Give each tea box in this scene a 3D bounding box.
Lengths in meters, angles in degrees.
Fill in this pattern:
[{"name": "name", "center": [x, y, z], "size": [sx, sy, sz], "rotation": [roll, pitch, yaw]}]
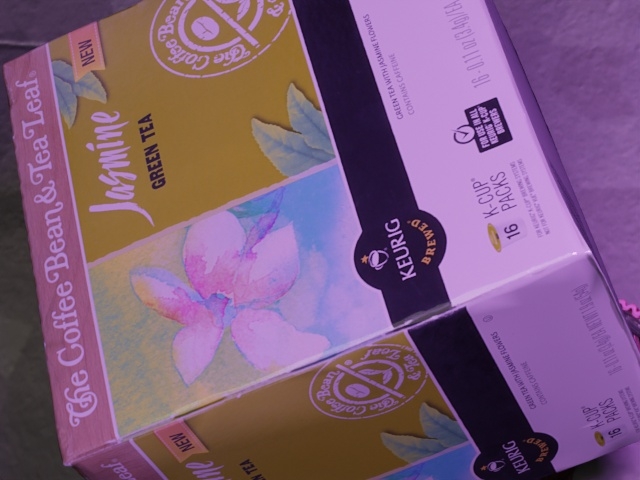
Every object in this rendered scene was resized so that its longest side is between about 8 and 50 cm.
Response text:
[{"name": "tea box", "center": [0.000, 0.000, 1.157], "size": [0.323, 0.220, 0.329], "rotation": [-24, 51, 8]}]

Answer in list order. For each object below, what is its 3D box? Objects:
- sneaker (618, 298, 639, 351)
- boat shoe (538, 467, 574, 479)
[{"name": "sneaker", "center": [0.222, 0.084, 1.206], "size": [0.119, 0.047, 0.057], "rotation": [38, 98, 24]}, {"name": "boat shoe", "center": [0.059, 0.239, 1.171], "size": [0.098, 0.109, 0.302], "rotation": [21, 74, 26]}]
